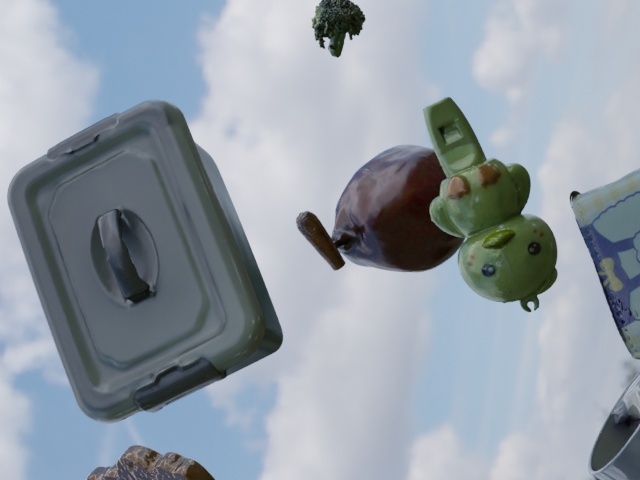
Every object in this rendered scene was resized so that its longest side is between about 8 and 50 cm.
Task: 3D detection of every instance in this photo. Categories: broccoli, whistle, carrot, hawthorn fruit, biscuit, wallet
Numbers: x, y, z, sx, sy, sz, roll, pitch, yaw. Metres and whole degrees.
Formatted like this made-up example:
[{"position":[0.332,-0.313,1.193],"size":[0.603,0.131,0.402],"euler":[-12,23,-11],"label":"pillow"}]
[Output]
[{"position":[0.026,-0.325,2.180],"size":[0.097,0.095,0.092],"euler":[-115,35,-55],"label":"broccoli"},{"position":[0.213,-0.040,1.860],"size":[0.294,0.141,0.141],"euler":[62,-154,-13],"label":"whistle"},{"position":[0.000,0.000,1.953],"size":[0.093,0.032,0.032],"euler":[54,-147,-16],"label":"carrot"},{"position":[0.112,-0.041,2.234],"size":[0.248,0.208,0.208],"euler":[-21,-51,-23],"label":"hawthorn fruit"},{"position":[-0.205,0.348,1.892],"size":[0.186,0.295,0.044],"euler":[51,-126,-8],"label":"biscuit"},{"position":[0.450,-0.011,1.631],"size":[0.077,0.309,0.223],"euler":[-1,-110,-52],"label":"wallet"}]

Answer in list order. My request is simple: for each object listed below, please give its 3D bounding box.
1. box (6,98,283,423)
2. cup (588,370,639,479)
[{"position":[-0.133,0.020,1.127],"size":[0.227,0.162,0.130],"euler":[67,-167,17],"label":"box"},{"position":[0.618,0.389,2.365],"size":[0.237,0.327,0.323],"euler":[-58,1,-41],"label":"cup"}]
